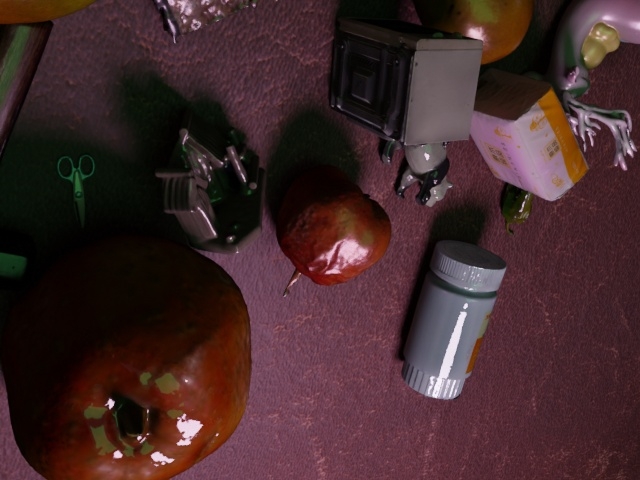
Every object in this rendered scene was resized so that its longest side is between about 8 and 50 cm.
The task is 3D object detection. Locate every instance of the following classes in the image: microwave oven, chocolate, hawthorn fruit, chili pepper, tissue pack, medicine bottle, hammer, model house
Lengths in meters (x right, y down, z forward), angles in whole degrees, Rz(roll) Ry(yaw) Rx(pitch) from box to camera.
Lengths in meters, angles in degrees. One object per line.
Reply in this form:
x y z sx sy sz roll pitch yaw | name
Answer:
0.130 -0.265 1.197 0.145 0.240 0.194 -6 116 -29 | microwave oven
-0.107 -0.413 1.100 0.329 0.065 0.102 -28 138 -15 | chocolate
0.000 0.000 1.288 0.207 0.207 0.243 34 97 -37 | hawthorn fruit
0.438 -0.088 1.569 0.073 0.072 0.204 14 120 -8 | chili pepper
0.396 -0.208 1.419 0.124 0.185 0.225 -43 127 -5 | tissue pack
0.280 0.173 1.552 0.158 0.158 0.318 3 111 -32 | medicine bottle
-0.281 0.192 1.085 0.402 0.403 0.403 -13 119 -25 | hawthorn fruit
-0.477 -0.126 1.002 0.242 0.095 0.409 18 101 -35 | hammer
-0.177 -0.100 1.137 0.122 0.229 0.188 -18 126 17 | model house

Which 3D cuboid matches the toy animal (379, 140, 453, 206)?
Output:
0.195 -0.151 1.391 0.121 0.094 0.225 -40 126 -19 | toy animal

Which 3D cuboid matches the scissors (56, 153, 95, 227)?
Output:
-0.380 -0.077 1.128 0.058 0.014 0.119 -10 114 -26 | scissors

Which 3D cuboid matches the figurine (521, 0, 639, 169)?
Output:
0.564 -0.322 1.463 0.284 0.206 0.316 41 94 -27 | figurine

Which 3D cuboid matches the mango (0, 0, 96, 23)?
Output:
-0.394 -0.349 0.914 0.289 0.129 0.146 -4 98 -35 | mango

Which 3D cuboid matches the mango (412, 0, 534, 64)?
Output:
0.243 -0.450 1.225 0.211 0.173 0.317 -43 116 -5 | mango
